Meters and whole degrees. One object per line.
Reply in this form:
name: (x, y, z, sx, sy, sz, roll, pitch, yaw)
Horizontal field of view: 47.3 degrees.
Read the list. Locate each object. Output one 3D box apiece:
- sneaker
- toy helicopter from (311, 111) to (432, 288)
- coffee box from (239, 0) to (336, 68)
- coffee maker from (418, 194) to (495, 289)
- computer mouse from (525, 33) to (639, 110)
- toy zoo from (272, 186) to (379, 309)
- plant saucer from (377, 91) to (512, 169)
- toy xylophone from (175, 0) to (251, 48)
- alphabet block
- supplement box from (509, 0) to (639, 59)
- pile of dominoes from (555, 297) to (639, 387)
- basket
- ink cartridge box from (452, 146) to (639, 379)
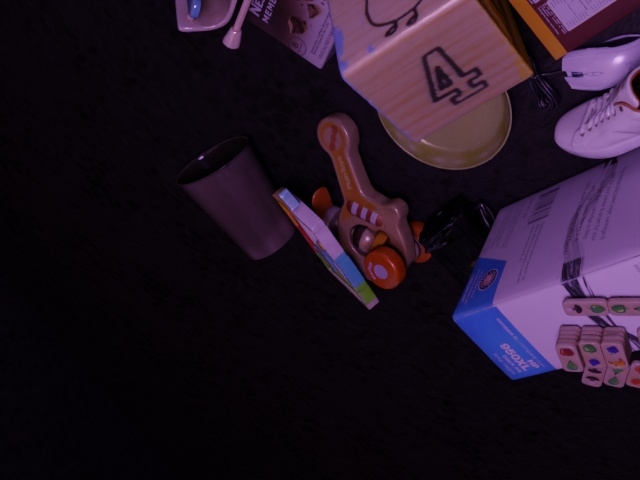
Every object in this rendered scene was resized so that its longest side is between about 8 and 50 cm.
sneaker: (0.422, -0.192, 1.001, 0.123, 0.106, 0.290, 31, 163, -26)
toy helicopter: (0.067, -0.079, 1.433, 0.234, 0.140, 0.355, 2, 119, 47)
coffee box: (0.008, -0.435, 1.107, 0.168, 0.119, 0.297, 34, 140, 1)
coffee maker: (0.268, 0.033, 1.325, 0.178, 0.171, 0.120, 45, 140, -9)
computer mouse: (0.388, -0.250, 1.066, 0.192, 0.042, 0.106, -7, 123, 40)
toy zoo: (0.000, 0.000, 1.484, 0.293, 0.030, 0.192, 54, 173, -34)
plant saucer: (0.207, -0.229, 1.224, 0.240, 0.037, 0.241, 21, 138, 20)
toy xylophone: (-0.150, -0.451, 1.124, 0.081, 0.236, 0.323, 3, 137, -23)
alphabet block: (0.148, -0.289, 1.012, 0.197, 0.193, 0.193, -29, 141, 28)
supplement box: (0.334, -0.376, 0.916, 0.191, 0.129, 0.194, 47, 139, -11)
pile of dominoes: (0.450, 0.154, 0.974, 0.251, 0.040, 0.196, -3, 133, 34)
basket: (-0.167, -0.083, 1.558, 0.204, 0.154, 0.227, -10, 125, 43)
ink cartridge box: (0.431, 0.022, 1.105, 0.166, 0.285, 0.394, 45, 140, -14)
